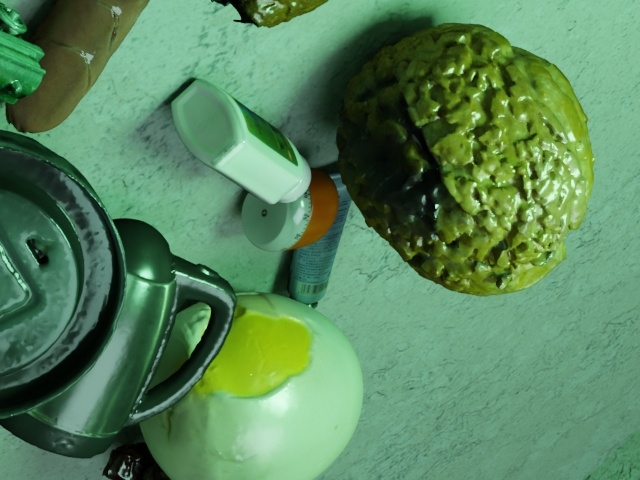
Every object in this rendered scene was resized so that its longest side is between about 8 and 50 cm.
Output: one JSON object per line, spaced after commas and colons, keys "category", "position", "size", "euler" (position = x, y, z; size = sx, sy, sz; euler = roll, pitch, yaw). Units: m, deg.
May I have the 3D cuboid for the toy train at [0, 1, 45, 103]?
{"category": "toy train", "position": [-0.333, -0.186, 1.651], "size": [0.071, 0.111, 0.170], "euler": [-41, 150, 18]}

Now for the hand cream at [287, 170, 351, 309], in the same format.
{"category": "hand cream", "position": [0.000, 0.000, 2.325], "size": [0.088, 0.055, 0.256], "euler": [-9, 140, -22]}

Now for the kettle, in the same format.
{"category": "kettle", "position": [-0.254, 0.104, 2.043], "size": [0.271, 0.250, 0.207], "euler": [-59, 178, 17]}

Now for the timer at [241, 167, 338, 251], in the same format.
{"category": "timer", "position": [-0.029, -0.043, 2.190], "size": [0.136, 0.099, 0.136], "euler": [-24, 174, -3]}

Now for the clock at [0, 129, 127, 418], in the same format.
{"category": "clock", "position": [-0.368, 0.037, 1.812], "size": [0.325, 0.067, 0.325], "euler": [-5, 114, -11]}

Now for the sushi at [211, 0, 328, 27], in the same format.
{"category": "sushi", "position": [-0.059, -0.296, 1.732], "size": [0.140, 0.287, 0.149], "euler": [-21, 109, 5]}

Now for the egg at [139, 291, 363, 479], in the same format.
{"category": "egg", "position": [-0.087, 0.208, 2.307], "size": [0.345, 0.283, 0.283], "euler": [-7, 140, -49]}

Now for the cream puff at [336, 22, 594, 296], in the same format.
{"category": "cream puff", "position": [0.159, -0.090, 2.075], "size": [0.231, 0.327, 0.343], "euler": [-17, 117, -46]}

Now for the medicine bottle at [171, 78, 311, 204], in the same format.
{"category": "medicine bottle", "position": [-0.084, -0.105, 2.020], "size": [0.078, 0.115, 0.219], "euler": [-43, 151, 9]}

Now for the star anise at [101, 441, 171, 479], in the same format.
{"category": "star anise", "position": [-0.219, 0.322, 2.453], "size": [0.190, 0.220, 0.126], "euler": [-19, 107, -41]}

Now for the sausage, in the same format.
{"category": "sausage", "position": [-0.195, -0.271, 1.702], "size": [0.088, 0.088, 0.433], "euler": [3, 134, -48]}
